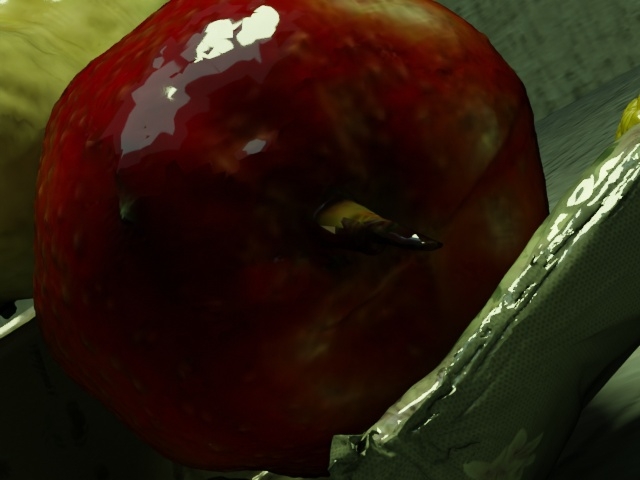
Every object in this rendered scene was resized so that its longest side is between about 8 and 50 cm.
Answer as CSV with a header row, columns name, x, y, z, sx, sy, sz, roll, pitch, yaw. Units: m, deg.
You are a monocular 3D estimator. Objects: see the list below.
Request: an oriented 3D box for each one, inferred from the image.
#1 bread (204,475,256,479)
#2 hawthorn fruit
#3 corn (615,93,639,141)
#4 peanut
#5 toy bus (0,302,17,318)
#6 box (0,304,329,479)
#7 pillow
name,x,y,z,sx,sy,sz,roll,pitch,yaw
bread,-0.153,0.217,0.765,0.367,0.084,0.077,-31,47,-26
hawthorn fruit,0.000,0.000,0.790,0.254,0.254,0.300,-33,17,-15
corn,0.240,-0.063,1.116,0.106,0.106,0.305,-31,2,12
peanut,-0.166,-0.071,0.987,0.169,0.192,0.387,-22,8,23
toy bus,-0.236,0.025,1.073,0.101,0.088,0.175,-39,3,28
box,-0.142,0.128,1.086,0.225,0.190,0.297,-35,3,-26
pillow,0.098,0.037,0.704,0.255,0.059,0.169,-48,-23,-13
